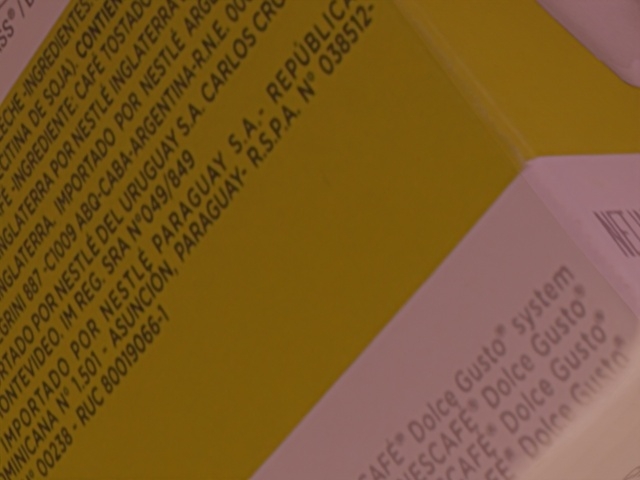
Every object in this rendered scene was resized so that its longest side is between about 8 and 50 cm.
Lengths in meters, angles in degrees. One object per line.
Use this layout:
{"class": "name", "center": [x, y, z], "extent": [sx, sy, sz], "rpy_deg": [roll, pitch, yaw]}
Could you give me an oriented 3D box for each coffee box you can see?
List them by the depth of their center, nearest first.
{"class": "coffee box", "center": [0.000, 0.000, 0.583], "extent": [0.337, 0.334, 0.338], "rpy_deg": [-2, 139, -47]}
